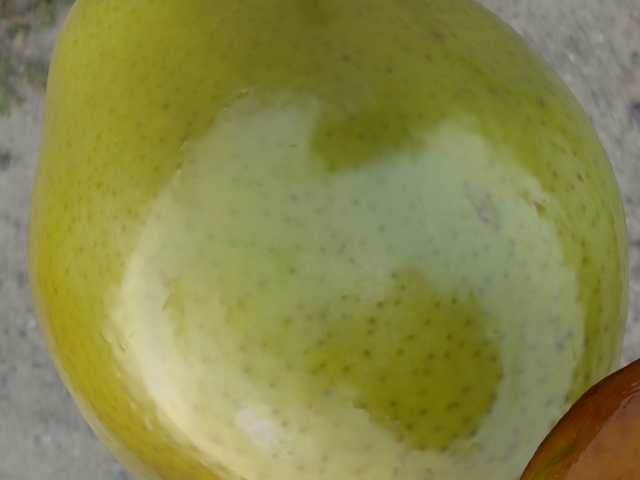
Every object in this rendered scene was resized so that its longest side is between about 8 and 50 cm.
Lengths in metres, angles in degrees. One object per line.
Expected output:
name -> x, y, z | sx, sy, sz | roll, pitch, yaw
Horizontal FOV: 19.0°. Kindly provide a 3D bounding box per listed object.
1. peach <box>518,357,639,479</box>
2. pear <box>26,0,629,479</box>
peach -> 0.201, 0.158, 0.832 | 0.281, 0.238, 0.281 | -23, 160, -9
pear -> 0.000, 0.000, 1.156 | 0.362, 0.362, 0.418 | -31, 80, 13
